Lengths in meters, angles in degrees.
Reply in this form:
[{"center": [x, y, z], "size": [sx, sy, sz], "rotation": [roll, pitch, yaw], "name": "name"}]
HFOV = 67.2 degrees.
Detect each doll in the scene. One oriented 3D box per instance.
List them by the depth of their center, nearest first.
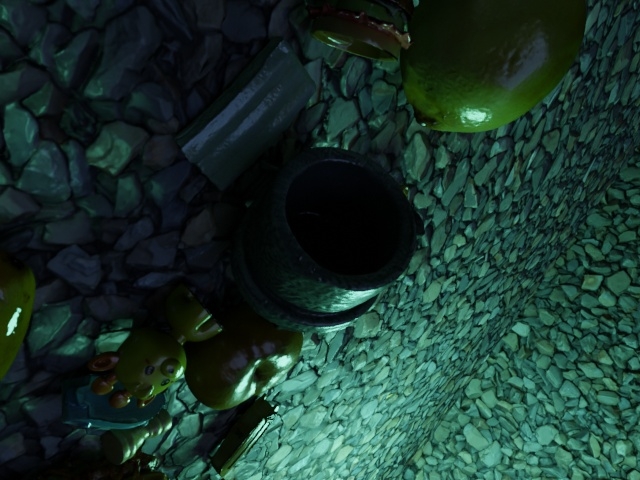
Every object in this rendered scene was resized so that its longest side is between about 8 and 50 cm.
[{"center": [-0.271, 0.179, 0.796], "size": [0.221, 0.135, 0.143], "rotation": [-45, 134, -17], "name": "doll"}]

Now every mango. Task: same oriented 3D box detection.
[{"center": [-0.438, 0.117, 0.581], "size": [0.138, 0.113, 0.254], "rotation": [3, 124, -53], "name": "mango"}]

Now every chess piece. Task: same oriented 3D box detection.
[{"center": [-0.344, 0.362, 0.912], "size": [0.122, 0.066, 0.066], "rotation": [-19, 133, -58], "name": "chess piece"}]

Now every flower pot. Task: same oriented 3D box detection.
[{"center": [0.000, 0.000, 0.828], "size": [0.298, 0.299, 0.283], "rotation": [-28, 167, -30], "name": "flower pot"}]

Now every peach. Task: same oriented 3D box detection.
[{"center": [0.303, -0.350, 0.869], "size": [0.315, 0.281, 0.314], "rotation": [-33, 146, -13], "name": "peach"}, {"center": [-0.149, 0.227, 0.951], "size": [0.251, 0.153, 0.251], "rotation": [-27, 139, -25], "name": "peach"}]

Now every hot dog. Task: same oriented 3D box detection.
[{"center": [-0.431, 0.457, 0.837], "size": [0.348, 0.158, 0.117], "rotation": [0, 101, -43], "name": "hot dog"}]

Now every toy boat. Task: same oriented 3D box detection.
[{"center": [-0.365, 0.286, 0.838], "size": [0.102, 0.089, 0.215], "rotation": [-26, 151, 23], "name": "toy boat"}, {"center": [-0.185, 0.484, 1.190], "size": [0.226, 0.068, 0.088], "rotation": [-53, 152, -1], "name": "toy boat"}]

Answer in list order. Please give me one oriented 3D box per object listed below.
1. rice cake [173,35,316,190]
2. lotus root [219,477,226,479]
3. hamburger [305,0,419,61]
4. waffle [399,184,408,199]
[{"center": [-0.107, -0.194, 0.745], "size": [0.237, 0.043, 0.127], "rotation": [-49, 145, -5], "name": "rice cake"}, {"center": [-0.330, 0.643, 1.081], "size": [0.309, 0.182, 0.183], "rotation": [-12, 127, -43], "name": "lotus root"}, {"center": [0.071, -0.352, 0.715], "size": [0.175, 0.175, 0.137], "rotation": [4, 110, -49], "name": "hamburger"}, {"center": [0.135, -0.001, 1.153], "size": [0.167, 0.057, 0.274], "rotation": [-33, 139, -26], "name": "waffle"}]
